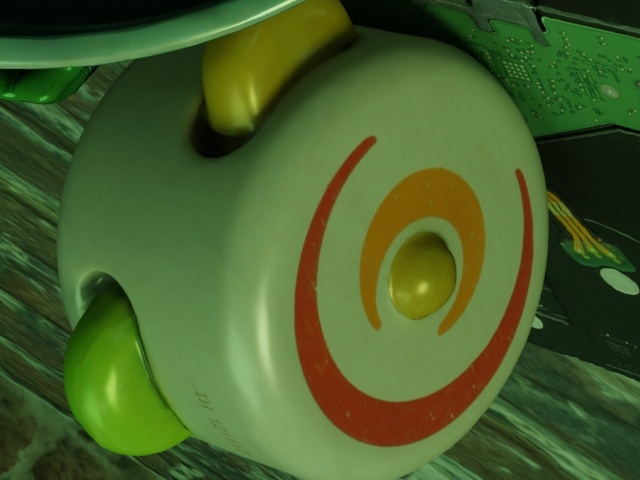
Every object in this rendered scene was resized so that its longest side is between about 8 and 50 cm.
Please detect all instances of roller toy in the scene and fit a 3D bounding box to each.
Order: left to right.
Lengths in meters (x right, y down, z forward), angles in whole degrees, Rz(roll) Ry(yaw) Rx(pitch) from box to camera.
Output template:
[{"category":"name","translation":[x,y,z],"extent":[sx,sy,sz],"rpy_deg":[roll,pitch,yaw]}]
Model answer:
[{"category":"roller toy","translation":[0.000,0.000,0.799],"extent":[0.146,0.209,0.191],"rpy_deg":[15,-176,44]}]

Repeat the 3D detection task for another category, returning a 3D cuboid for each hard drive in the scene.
[{"category":"hard drive","translation":[0.141,-0.031,0.883],"extent":[0.237,0.064,0.339],"rpy_deg":[18,157,37]}]

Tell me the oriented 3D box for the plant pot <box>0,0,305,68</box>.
[{"category":"plant pot","translation":[-0.066,-0.181,0.530],"extent":[0.272,0.271,0.255],"rpy_deg":[34,-177,-2]}]

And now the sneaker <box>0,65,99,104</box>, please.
[{"category":"sneaker","translation":[-0.110,-0.157,0.819],"extent":[0.134,0.146,0.343],"rpy_deg":[16,162,0]}]
